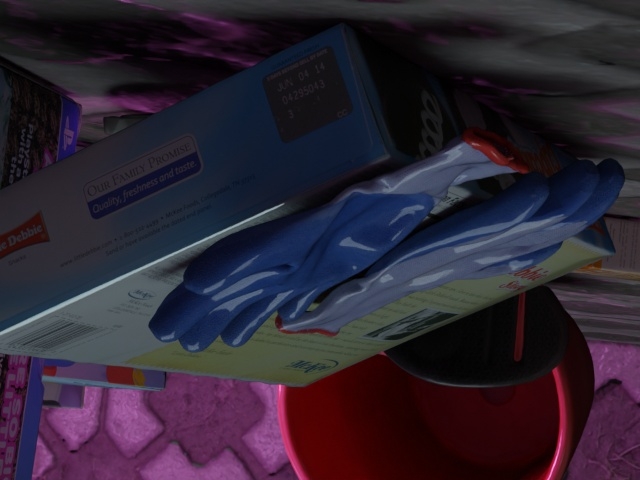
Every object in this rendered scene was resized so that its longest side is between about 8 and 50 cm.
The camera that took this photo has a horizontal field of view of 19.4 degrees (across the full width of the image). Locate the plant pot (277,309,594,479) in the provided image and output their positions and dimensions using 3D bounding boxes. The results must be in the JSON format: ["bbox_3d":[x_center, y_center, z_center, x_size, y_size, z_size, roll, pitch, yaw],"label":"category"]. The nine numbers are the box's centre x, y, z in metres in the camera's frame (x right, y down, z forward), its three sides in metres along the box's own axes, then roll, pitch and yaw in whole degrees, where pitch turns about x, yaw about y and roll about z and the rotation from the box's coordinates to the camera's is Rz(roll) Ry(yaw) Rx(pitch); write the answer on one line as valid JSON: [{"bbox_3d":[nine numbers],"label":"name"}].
[{"bbox_3d":[0.132,0.142,1.746,0.275,0.275,0.243,4,-176,23],"label":"plant pot"}]

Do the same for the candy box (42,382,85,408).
[{"bbox_3d":[-0.249,0.044,1.467,0.070,0.165,0.196,8,175,-32],"label":"candy box"}]

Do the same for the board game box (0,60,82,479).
[{"bbox_3d":[-0.228,0.023,0.795,0.141,0.232,0.291,6,175,13],"label":"board game box"}]

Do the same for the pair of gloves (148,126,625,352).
[{"bbox_3d":[0.033,0.005,0.732,0.159,0.023,0.198,-28,163,24],"label":"pair of gloves"}]

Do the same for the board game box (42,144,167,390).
[{"bbox_3d":[-0.211,0.016,1.213,0.142,0.144,0.275,9,174,-28],"label":"board game box"}]

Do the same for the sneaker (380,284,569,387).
[{"bbox_3d":[0.048,0.034,1.491,0.314,0.116,0.136,12,-173,12],"label":"sneaker"}]

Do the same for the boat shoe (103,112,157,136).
[{"bbox_3d":[-0.063,-0.020,0.979,0.095,0.079,0.254,6,175,1],"label":"boat shoe"}]

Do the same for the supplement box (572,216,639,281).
[{"bbox_3d":[0.214,0.008,1.228,0.098,0.036,0.062,7,176,-12],"label":"supplement box"}]

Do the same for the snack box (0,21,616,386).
[{"bbox_3d":[0.000,0.000,0.834,0.187,0.060,0.322,-24,164,19],"label":"snack box"}]
